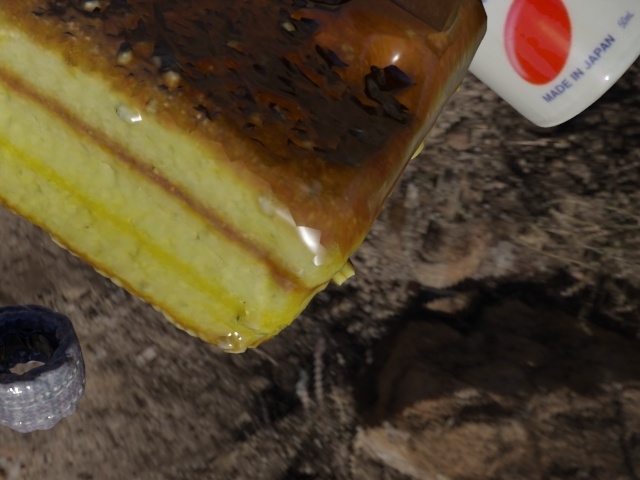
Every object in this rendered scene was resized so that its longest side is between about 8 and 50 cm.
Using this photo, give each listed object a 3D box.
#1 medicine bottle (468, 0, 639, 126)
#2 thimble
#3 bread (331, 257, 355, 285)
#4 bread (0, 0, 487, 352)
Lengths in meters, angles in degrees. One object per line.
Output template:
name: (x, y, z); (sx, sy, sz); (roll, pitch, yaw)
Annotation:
medicine bottle: (0.053, -0.222, 0.918); (0.341, 0.130, 0.130); (39, 86, -13)
thimble: (-0.366, 0.158, 1.842); (0.150, 0.150, 0.097); (-13, 135, -12)
bread: (0.000, 0.000, 1.878); (0.035, 0.094, 0.090); (-33, 58, 7)
bread: (-0.038, -0.081, 0.638); (0.184, 0.234, 0.110); (35, 128, -4)
